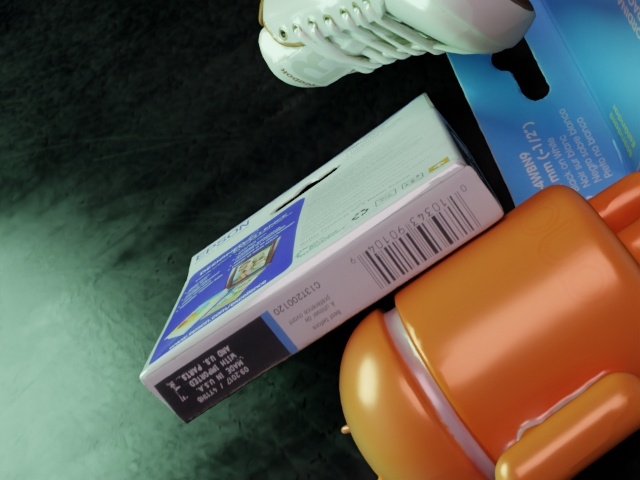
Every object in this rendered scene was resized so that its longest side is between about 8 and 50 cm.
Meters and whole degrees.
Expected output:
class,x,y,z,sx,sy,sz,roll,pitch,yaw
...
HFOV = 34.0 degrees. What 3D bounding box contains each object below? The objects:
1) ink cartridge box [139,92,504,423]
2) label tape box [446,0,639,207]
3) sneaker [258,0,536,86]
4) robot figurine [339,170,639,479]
class,x,y,z,sx,sy,sz,roll,pitch,yaw
ink cartridge box,0.000,0.000,0.629,0.206,0.045,0.208,-35,14,11
label tape box,0.221,-0.198,0.605,0.348,0.115,0.249,-26,57,14
sneaker,0.033,-0.136,0.656,0.123,0.106,0.290,-59,25,10
robot figurine,0.102,0.058,0.540,0.219,0.128,0.158,-36,60,8
